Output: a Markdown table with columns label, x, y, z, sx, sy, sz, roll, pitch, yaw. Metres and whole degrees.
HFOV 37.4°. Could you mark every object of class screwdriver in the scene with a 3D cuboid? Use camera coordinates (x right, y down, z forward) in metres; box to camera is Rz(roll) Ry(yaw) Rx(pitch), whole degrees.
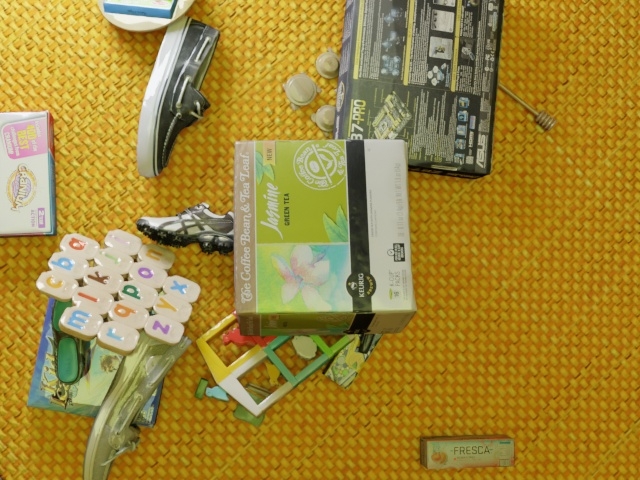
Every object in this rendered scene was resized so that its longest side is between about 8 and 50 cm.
| label | x | y | z | sx | sy | sz | roll | pitch | yaw |
| --- | --- | --- | --- | --- | --- | --- | --- | --- | --- |
| screwdriver | 0.110 | 0.142 | 1.862 | 0.024 | 0.025 | 0.170 | 20 | 85 | -5 |

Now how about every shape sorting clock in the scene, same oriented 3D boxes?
| label | x | y | z | sx | sy | sz | roll | pitch | yaw |
| --- | --- | --- | --- | --- | --- | --- | --- | --- | --- |
| shape sorting clock | -0.337 | -0.493 | 1.858 | 0.206 | 0.040 | 0.206 | -3 | 61 | 6 |

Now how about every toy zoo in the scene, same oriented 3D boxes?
| label | x | y | z | sx | sy | sz | roll | pitch | yaw |
| --- | --- | --- | --- | --- | --- | --- | --- | --- | --- |
| toy zoo | -0.104 | 0.208 | 1.834 | 0.293 | 0.030 | 0.192 | -37 | 73 | -16 |

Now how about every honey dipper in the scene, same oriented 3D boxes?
| label | x | y | z | sx | sy | sz | roll | pitch | yaw |
| --- | --- | --- | --- | --- | --- | --- | --- | --- | --- |
| honey dipper | 0.422 | -0.288 | 1.979 | 0.161 | 0.030 | 0.030 | 37 | 83 | 1 |

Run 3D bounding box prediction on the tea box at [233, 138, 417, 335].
| label | x | y | z | sx | sy | sz | roll | pitch | yaw |
| --- | --- | --- | --- | --- | --- | --- | --- | --- | --- |
| tea box | 0.000 | 0.000 | 1.776 | 0.324 | 0.220 | 0.329 | -2 | 74 | -3 |

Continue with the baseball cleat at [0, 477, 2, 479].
| label | x | y | z | sx | sy | sz | roll | pitch | yaw |
| --- | --- | --- | --- | --- | --- | --- | --- | --- | --- |
| baseball cleat | -0.682 | 0.402 | 1.779 | 0.109 | 0.072 | 0.206 | -28 | 90 | -8 |

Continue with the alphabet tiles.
| label | x | y | z | sx | sy | sz | roll | pitch | yaw |
| --- | --- | --- | --- | --- | --- | --- | --- | --- | --- |
| alphabet tiles | -0.373 | 0.091 | 1.764 | 0.278 | 0.284 | 0.021 | 23 | 129 | -6 |

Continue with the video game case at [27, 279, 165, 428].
| label | x | y | z | sx | sy | sz | roll | pitch | yaw |
| --- | --- | --- | --- | --- | --- | --- | --- | --- | --- |
| video game case | -0.415 | 0.208 | 1.829 | 0.244 | 0.061 | 0.269 | 11 | 86 | -5 |

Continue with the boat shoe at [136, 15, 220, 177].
| label | x | y | z | sx | sy | sz | roll | pitch | yaw |
| --- | --- | --- | --- | --- | --- | --- | --- | --- | --- |
| boat shoe | -0.272 | -0.279 | 1.841 | 0.119 | 0.121 | 0.335 | 13 | 83 | -2 |

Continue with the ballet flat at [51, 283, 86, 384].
| label | x | y | z | sx | sy | sz | roll | pitch | yaw |
| --- | --- | --- | --- | --- | --- | --- | --- | --- | --- |
| ballet flat | -0.465 | 0.174 | 1.762 | 0.070 | 0.070 | 0.188 | 4 | 82 | -7 |

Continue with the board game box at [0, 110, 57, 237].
| label | x | y | z | sx | sy | sz | roll | pitch | yaw |
| --- | --- | --- | --- | --- | --- | --- | --- | --- | --- |
| board game box | -0.672 | -0.121 | 1.811 | 0.317 | 0.064 | 0.242 | -2 | 87 | -7 |

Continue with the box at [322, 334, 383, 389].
| label | x | y | z | sx | sy | sz | roll | pitch | yaw |
| --- | --- | --- | --- | --- | --- | --- | --- | --- | --- |
| box | 0.074 | 0.212 | 1.893 | 0.059 | 0.054 | 0.169 | 34 | 84 | -4 |

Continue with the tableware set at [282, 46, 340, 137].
| label | x | y | z | sx | sy | sz | roll | pitch | yaw |
| --- | --- | --- | --- | --- | --- | --- | --- | --- | --- |
| tableware set | 0.017 | -0.305 | 1.929 | 0.169 | 0.020 | 0.141 | -43 | 97 | -11 |

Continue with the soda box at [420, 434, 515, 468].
| label | x | y | z | sx | sy | sz | roll | pitch | yaw |
| --- | --- | --- | --- | --- | --- | --- | --- | --- | --- |
| soda box | 0.295 | 0.425 | 1.905 | 0.183 | 0.063 | 0.058 | 1 | 87 | -8 |

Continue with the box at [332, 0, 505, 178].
| label | x | y | z | sx | sy | sz | roll | pitch | yaw |
| --- | --- | --- | --- | --- | --- | --- | --- | --- | --- |
| box | 0.199 | -0.337 | 1.911 | 0.318 | 0.097 | 0.395 | 5 | 87 | -13 |

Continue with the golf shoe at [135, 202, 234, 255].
| label | x | y | z | sx | sy | sz | roll | pitch | yaw |
| --- | --- | --- | --- | --- | --- | --- | --- | --- | --- |
| golf shoe | -0.261 | -0.032 | 1.863 | 0.198 | 0.077 | 0.094 | 11 | 71 | -11 |

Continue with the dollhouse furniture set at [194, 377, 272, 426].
| label | x | y | z | sx | sy | sz | roll | pitch | yaw |
| --- | --- | --- | --- | --- | --- | --- | --- | --- | --- |
| dollhouse furniture set | -0.169 | 0.309 | 1.855 | 0.152 | 0.058 | 0.076 | 23 | 85 | -5 |

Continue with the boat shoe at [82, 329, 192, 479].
| label | x | y | z | sx | sy | sz | roll | pitch | yaw |
| --- | --- | --- | --- | --- | --- | --- | --- | --- | --- |
| boat shoe | -0.346 | 0.307 | 1.746 | 0.103 | 0.118 | 0.320 | 23 | 78 | -2 |
